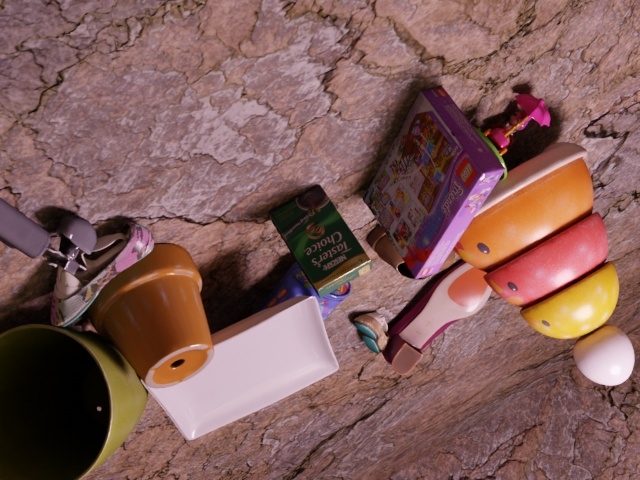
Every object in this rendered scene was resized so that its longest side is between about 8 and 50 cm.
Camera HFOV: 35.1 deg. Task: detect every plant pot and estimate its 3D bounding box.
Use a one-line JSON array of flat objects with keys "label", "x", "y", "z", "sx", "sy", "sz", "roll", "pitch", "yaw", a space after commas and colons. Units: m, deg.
[{"label": "plant pot", "x": -0.277, "y": 0.141, "z": 1.732, "sx": 0.205, "sy": 0.188, "sz": 0.205, "roll": -25, "pitch": 152, "yaw": -14}, {"label": "plant pot", "x": -0.427, "y": 0.279, "z": 1.775, "sx": 0.275, "sy": 0.275, "sz": 0.293, "roll": -37, "pitch": 169, "yaw": 10}]

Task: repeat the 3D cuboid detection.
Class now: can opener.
[{"label": "can opener", "x": -0.418, "y": -0.029, "z": 1.460, "sx": 0.095, "sy": 0.076, "sz": 0.283, "roll": -62, "pitch": 155, "yaw": -12}]

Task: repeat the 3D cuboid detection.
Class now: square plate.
[{"label": "square plate", "x": -0.147, "y": 0.242, "z": 1.949, "sx": 0.347, "sy": 0.049, "sz": 0.344, "roll": -25, "pitch": 149, "yaw": -6}]

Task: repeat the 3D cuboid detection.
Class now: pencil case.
[{"label": "pencil case", "x": -0.076, "y": 0.154, "z": 2.042, "sx": 0.133, "sy": 0.119, "sz": 0.306, "roll": 26, "pitch": 122, "yaw": -32}]

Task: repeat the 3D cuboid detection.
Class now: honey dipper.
[{"label": "honey dipper", "x": -0.389, "y": 0.178, "z": 1.855, "sx": 0.030, "sy": 0.030, "sz": 0.161, "roll": -35, "pitch": 151, "yaw": 7}]

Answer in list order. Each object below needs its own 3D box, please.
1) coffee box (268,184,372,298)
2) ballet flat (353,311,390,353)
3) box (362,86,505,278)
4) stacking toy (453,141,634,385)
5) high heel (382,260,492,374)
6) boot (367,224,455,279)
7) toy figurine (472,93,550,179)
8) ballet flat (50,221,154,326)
[{"label": "coffee box", "x": 0.000, "y": 0.000, "z": 1.789, "sx": 0.113, "sy": 0.184, "sz": 0.040, "roll": -28, "pitch": 154, "yaw": -7}, {"label": "ballet flat", "x": 0.126, "y": 0.208, "z": 2.419, "sx": 0.067, "sy": 0.073, "sz": 0.206, "roll": -56, "pitch": 160, "yaw": -14}, {"label": "box", "x": 0.194, "y": -0.098, "z": 1.809, "sx": 0.057, "sy": 0.201, "sz": 0.293, "roll": -13, "pitch": 148, "yaw": -32}, {"label": "stacking toy", "x": 0.486, "y": 0.075, "z": 2.040, "sx": 0.350, "sy": 0.480, "sz": 0.350, "roll": -30, "pitch": 172, "yaw": -5}, {"label": "high heel", "x": 0.285, "y": 0.159, "z": 2.500, "sx": 0.377, "sy": 0.127, "sz": 0.181, "roll": -45, "pitch": -168, "yaw": 6}, {"label": "boot", "x": 0.215, "y": 0.044, "z": 2.168, "sx": 0.112, "sy": 0.115, "sz": 0.305, "roll": -45, "pitch": 151, "yaw": 20}, {"label": "toy figurine", "x": 0.360, "y": -0.208, "z": 1.921, "sx": 0.159, "sy": 0.130, "sz": 0.173, "roll": -38, "pitch": 176, "yaw": -9}, {"label": "ballet flat", "x": -0.368, "y": 0.045, "z": 1.622, "sx": 0.221, "sy": 0.077, "sz": 0.079, "roll": -40, "pitch": 134, "yaw": 5}]
